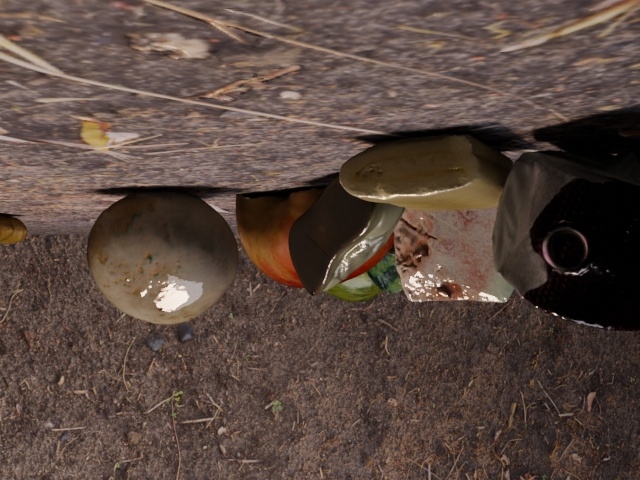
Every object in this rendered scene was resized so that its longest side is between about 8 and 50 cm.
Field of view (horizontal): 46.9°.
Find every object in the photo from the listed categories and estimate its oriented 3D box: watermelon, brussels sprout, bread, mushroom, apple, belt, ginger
[{"bbox_3d":[0.212,-0.025,1.067,0.232,0.193,0.310,-17,-169,-7],"label":"watermelon"},{"bbox_3d":[0.109,0.028,1.714,0.271,0.210,0.219,-12,161,-26],"label":"brussels sprout"},{"bbox_3d":[0.115,-0.064,0.728,0.140,0.060,0.178,-2,178,26],"label":"bread"},{"bbox_3d":[-0.251,0.007,1.215,0.244,0.243,0.243,-1,179,0],"label":"mushroom"},{"bbox_3d":[0.000,0.000,1.261,0.251,0.163,0.293,2,178,-45],"label":"apple"},{"bbox_3d":[0.280,-0.022,0.700,0.184,0.164,0.289,24,-160,32],"label":"belt"},{"bbox_3d":[-0.719,-0.030,1.613,0.118,0.065,0.299,-4,177,-13],"label":"ginger"},{"bbox_3d":[0.144,-0.012,1.363,0.136,0.202,0.207,31,170,-26],"label":"watermelon"}]

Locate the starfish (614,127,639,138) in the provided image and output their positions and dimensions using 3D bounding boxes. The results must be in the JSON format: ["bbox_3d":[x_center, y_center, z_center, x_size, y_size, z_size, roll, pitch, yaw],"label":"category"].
[{"bbox_3d":[0.313,-0.083,0.602,0.133,0.041,0.130,22,-159,10],"label":"starfish"}]

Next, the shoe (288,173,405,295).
[{"bbox_3d":[0.037,-0.008,1.040,0.098,0.103,0.275,-13,161,-31],"label":"shoe"}]
